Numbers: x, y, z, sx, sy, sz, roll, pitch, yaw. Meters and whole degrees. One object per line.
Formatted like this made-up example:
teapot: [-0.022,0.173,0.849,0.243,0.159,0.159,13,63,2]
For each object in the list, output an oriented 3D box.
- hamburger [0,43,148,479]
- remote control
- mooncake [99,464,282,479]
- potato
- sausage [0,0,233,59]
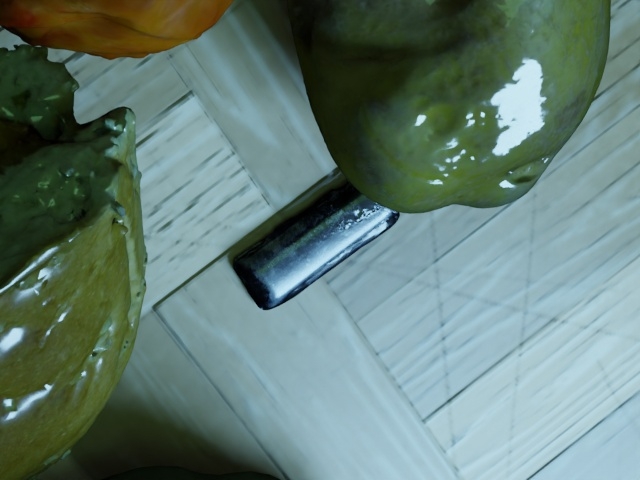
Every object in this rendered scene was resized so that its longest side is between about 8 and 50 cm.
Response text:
hamburger: [-0.205,0.057,0.610,0.309,0.132,0.211,-28,152,-12]
remote control: [0.000,0.000,0.762,0.096,0.014,0.039,-35,117,-8]
mooncake: [-0.088,0.294,0.739,0.351,0.187,0.351,-9,115,-20]
potato: [0.064,-0.113,0.683,0.155,0.137,0.200,-2,113,12]
sausage: [-0.058,-0.199,0.587,0.141,0.153,0.268,37,93,14]
